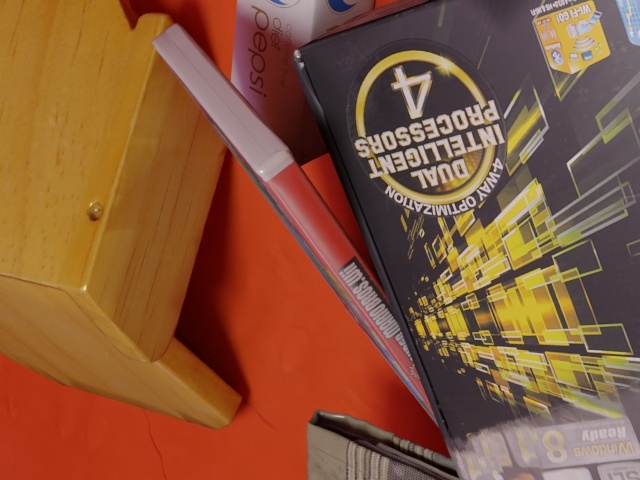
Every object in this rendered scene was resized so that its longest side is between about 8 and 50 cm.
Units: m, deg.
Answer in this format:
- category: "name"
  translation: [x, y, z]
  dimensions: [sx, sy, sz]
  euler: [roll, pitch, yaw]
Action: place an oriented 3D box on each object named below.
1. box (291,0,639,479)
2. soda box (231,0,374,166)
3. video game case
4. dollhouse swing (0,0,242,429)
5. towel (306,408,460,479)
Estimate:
- category: "box"
  translation: [0.207, -0.017, 0.689]
  dimensions: [0.395, 0.097, 0.318]
  euler: [-12, 106, 39]
- category: "soda box"
  translation: [-0.010, -0.165, 0.919]
  dimensions: [0.074, 0.069, 0.216]
  euler: [32, 133, 30]
- category: "video game case"
  translation: [0.000, 0.000, 0.878]
  dimensions: [0.285, 0.025, 0.204]
  euler: [54, 178, -38]
- category: "dollhouse swing"
  translation: [-0.214, -0.027, 1.190]
  dimensions: [0.346, 0.305, 0.315]
  euler: [9, 80, 35]
- category: "towel"
  translation: [0.116, 0.300, 0.946]
  dimensions: [0.312, 0.056, 0.324]
  euler: [20, 122, 39]
